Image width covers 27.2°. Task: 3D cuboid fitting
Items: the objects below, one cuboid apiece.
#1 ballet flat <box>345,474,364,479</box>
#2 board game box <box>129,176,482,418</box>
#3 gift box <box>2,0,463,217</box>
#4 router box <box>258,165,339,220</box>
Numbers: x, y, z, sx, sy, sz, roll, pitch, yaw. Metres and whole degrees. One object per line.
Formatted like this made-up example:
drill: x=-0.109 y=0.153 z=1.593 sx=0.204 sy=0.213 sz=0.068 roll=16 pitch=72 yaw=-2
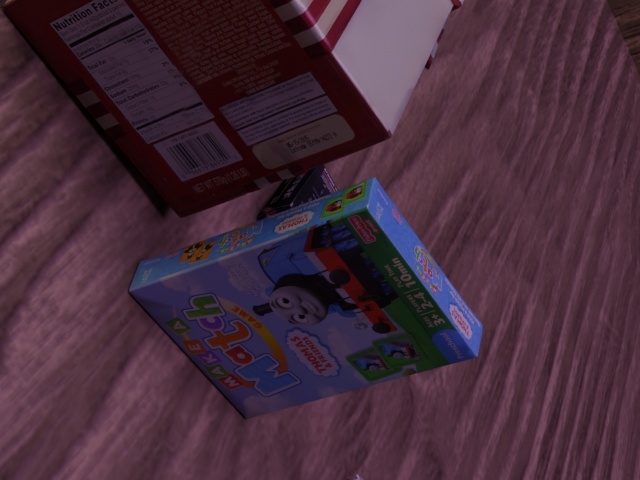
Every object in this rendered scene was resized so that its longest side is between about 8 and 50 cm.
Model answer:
ballet flat: x=0.082 y=0.275 z=1.154 sx=0.241 sy=0.091 sz=0.077 roll=50 pitch=10 yaw=-40
board game box: x=-0.011 y=0.050 z=0.983 sx=0.160 sy=0.212 sz=0.039 roll=52 pitch=35 yaw=-31
gift box: x=-0.048 y=-0.185 z=1.035 sx=0.276 sy=0.255 sz=0.258 roll=55 pitch=40 yaw=-29
router box: x=0.000 y=0.000 z=1.211 sx=0.122 sy=0.038 sz=0.092 roll=61 pitch=31 yaw=-18
